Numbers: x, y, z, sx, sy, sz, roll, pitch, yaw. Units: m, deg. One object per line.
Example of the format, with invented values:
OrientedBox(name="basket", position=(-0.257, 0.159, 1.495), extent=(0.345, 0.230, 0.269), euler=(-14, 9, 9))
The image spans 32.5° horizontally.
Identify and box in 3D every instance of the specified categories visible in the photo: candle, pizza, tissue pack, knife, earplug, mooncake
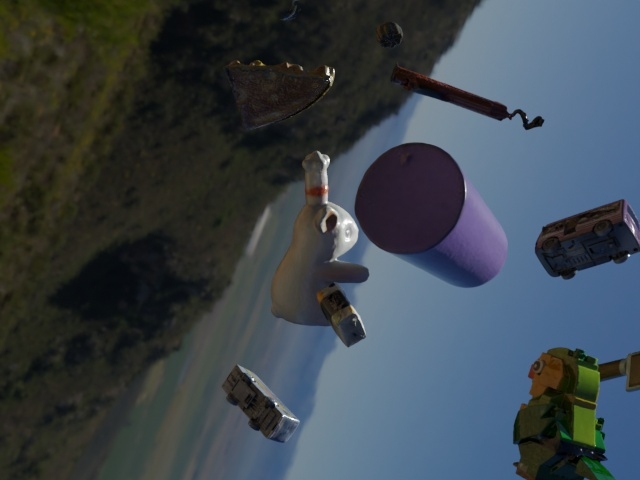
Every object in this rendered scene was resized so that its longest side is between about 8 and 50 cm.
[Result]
OrientedBox(name="candle", position=(0.154, -0.146, 1.150), extent=(0.026, 0.167, 0.021), euler=(-76, -173, -52))
OrientedBox(name="pizza", position=(-0.091, -0.231, 1.672), extent=(0.185, 0.176, 0.036), euler=(-34, -128, 40))
OrientedBox(name="tissue pack", position=(0.031, 0.113, 1.666), extent=(0.083, 0.042, 0.062), euler=(53, -12, 48))
OrientedBox(name="knife", position=(0.480, 0.200, 1.667), extent=(0.343, 0.027, 0.061), euler=(138, -35, -68))
OrientedBox(name="earplug", position=(0.248, -0.021, 2.186), extent=(0.456, 0.215, 0.215), euler=(33, 76, -61))
OrientedBox(name="mooncake", position=(0.045, -0.435, 2.150), extent=(0.347, 0.057, 0.150), euler=(-10, 147, -36))

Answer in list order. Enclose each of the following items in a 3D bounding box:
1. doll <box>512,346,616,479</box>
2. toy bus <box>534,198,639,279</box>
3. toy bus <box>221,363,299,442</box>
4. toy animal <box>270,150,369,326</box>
OrientedBox(name="doll", position=(0.302, 0.223, 1.361), extent=(0.134, 0.106, 0.186), euler=(-34, -136, 51))
OrientedBox(name="toy bus", position=(0.481, -0.003, 1.974), extent=(0.178, 0.087, 0.098), euler=(-20, -149, 31))
OrientedBox(name="toy bus", position=(-0.113, 0.303, 2.029), extent=(0.064, 0.075, 0.190), euler=(-55, -137, 2))
OrientedBox(name="toy animal", position=(0.010, 0.007, 1.758), extent=(0.140, 0.138, 0.282), euler=(56, -46, 52))
